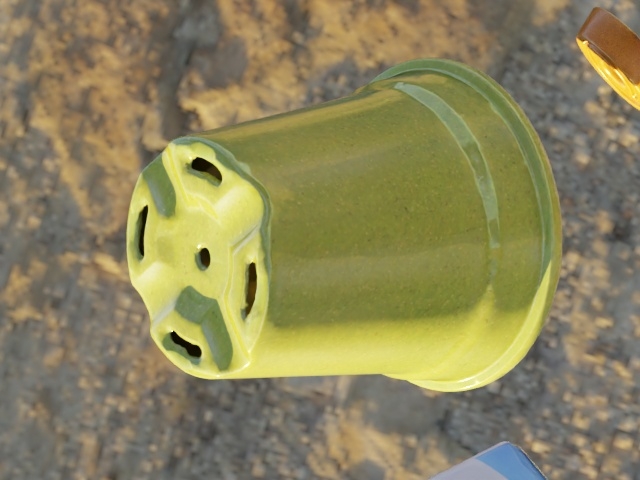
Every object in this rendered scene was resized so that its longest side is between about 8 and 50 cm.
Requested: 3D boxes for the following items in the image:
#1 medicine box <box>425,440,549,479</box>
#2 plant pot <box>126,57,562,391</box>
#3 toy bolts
[{"bbox_3d":[0.055,0.291,0.855,0.263,0.289,0.149,50,159,44],"label":"medicine box"},{"bbox_3d":[0.000,0.000,1.249,0.276,0.254,0.276,11,104,50],"label":"plant pot"},{"bbox_3d":[0.344,-0.139,1.294,0.158,0.218,0.228,-43,14,1],"label":"toy bolts"}]
